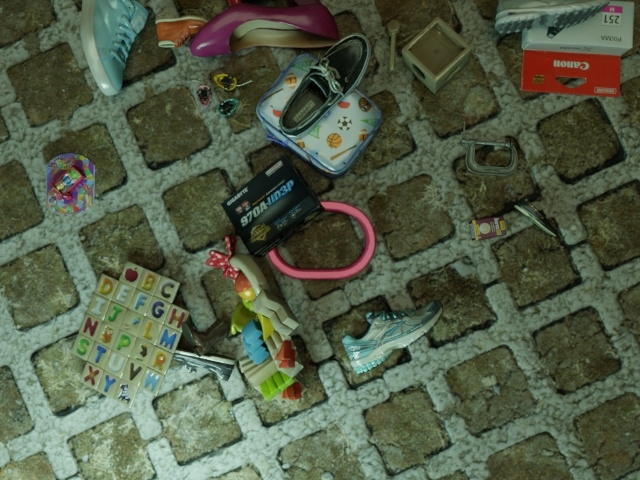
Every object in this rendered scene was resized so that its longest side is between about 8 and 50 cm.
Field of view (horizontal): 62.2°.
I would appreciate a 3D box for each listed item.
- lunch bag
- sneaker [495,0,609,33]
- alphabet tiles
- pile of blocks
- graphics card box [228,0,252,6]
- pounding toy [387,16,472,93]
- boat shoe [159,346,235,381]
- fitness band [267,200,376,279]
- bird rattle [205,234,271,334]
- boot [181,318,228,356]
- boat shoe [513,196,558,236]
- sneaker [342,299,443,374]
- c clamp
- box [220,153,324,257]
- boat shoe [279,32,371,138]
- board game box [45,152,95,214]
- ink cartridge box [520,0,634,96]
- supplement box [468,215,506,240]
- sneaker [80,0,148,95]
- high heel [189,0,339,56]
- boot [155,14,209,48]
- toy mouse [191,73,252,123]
[{"bbox_3d":[-0.010,-0.320,1.385,0.303,0.115,0.243,38,91,1],"label":"lunch bag"},{"bbox_3d":[0.583,-0.606,1.334,0.282,0.105,0.115,-5,87,2],"label":"sneaker"},{"bbox_3d":[-0.497,0.239,1.378,0.285,0.011,0.342,20,88,18],"label":"alphabet tiles"},{"bbox_3d":[-0.112,0.288,1.263,0.149,0.112,0.362,-19,128,-16],"label":"pile of blocks"},{"bbox_3d":[-0.108,-0.779,1.359,0.371,0.094,0.232,-22,112,7],"label":"graphics card box"},{"bbox_3d":[0.258,-0.494,1.403,0.181,0.094,0.206,-43,78,4],"label":"pounding toy"},{"bbox_3d":[-0.328,0.320,1.378,0.206,0.075,0.064,12,85,-3],"label":"boat shoe"},{"bbox_3d":[0.000,0.000,1.398,0.291,0.054,0.208,0,88,2],"label":"fitness band"},{"bbox_3d":[-0.179,0.100,1.331,0.143,0.207,0.253,-18,92,-29],"label":"bird rattle"},{"bbox_3d":[-0.293,0.227,1.366,0.114,0.037,0.106,-38,113,-43],"label":"boot"},{"bbox_3d":[0.573,-0.062,1.394,0.133,0.049,0.042,42,97,7],"label":"boat shoe"},{"bbox_3d":[0.182,0.222,1.359,0.283,0.110,0.122,-34,84,-1],"label":"sneaker"},{"bbox_3d":[0.452,-0.242,1.418,0.161,0.022,0.137,10,87,2],"label":"c clamp"},{"bbox_3d":[-0.124,-0.087,1.366,0.220,0.051,0.175,-36,74,12],"label":"box"},{"bbox_3d":[0.008,-0.379,1.275,0.306,0.105,0.113,-44,90,3],"label":"boat shoe"},{"bbox_3d":[-0.680,-0.155,1.425,0.133,0.033,0.168,0,88,1],"label":"board game box"},{"bbox_3d":[0.679,-0.515,1.410,0.275,0.060,0.238,4,86,1],"label":"ink cartridge box"},{"bbox_3d":[0.440,-0.032,1.398,0.083,0.043,0.054,-10,86,0],"label":"supplement box"},{"bbox_3d":[-0.531,-0.567,1.392,0.150,0.135,0.365,-5,88,4],"label":"sneaker"},{"bbox_3d":[-0.144,-0.528,1.383,0.378,0.127,0.181,-27,78,-3],"label":"high heel"},{"bbox_3d":[-0.366,-0.559,1.431,0.158,0.059,0.084,1,90,9],"label":"boot"},{"bbox_3d":[-0.277,-0.378,1.430,0.161,0.031,0.143,15,87,2],"label":"toy mouse"}]
